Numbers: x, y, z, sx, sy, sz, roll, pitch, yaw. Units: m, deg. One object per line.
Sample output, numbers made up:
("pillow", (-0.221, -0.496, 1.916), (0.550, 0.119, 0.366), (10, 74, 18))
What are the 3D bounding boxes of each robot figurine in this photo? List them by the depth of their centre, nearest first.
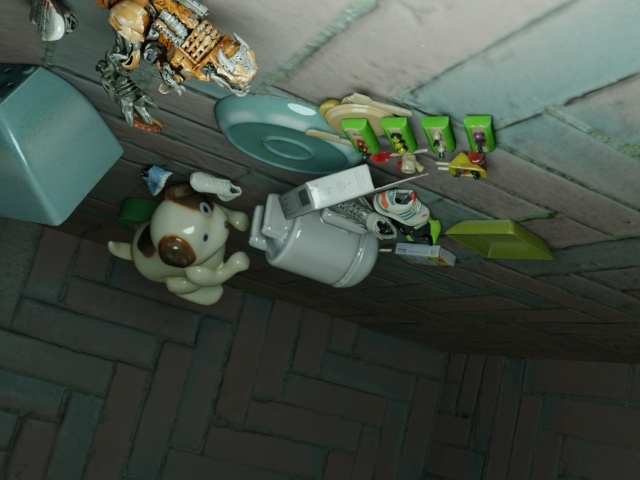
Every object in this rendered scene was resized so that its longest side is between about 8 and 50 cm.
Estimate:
("robot figurine", (0.000, 0.000, 1.884), (0.353, 0.200, 0.300), (21, 152, -24))

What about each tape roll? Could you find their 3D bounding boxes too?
("tape roll", (-0.514, -0.052, 2.520), (0.321, 0.077, 0.321), (13, 168, 3))

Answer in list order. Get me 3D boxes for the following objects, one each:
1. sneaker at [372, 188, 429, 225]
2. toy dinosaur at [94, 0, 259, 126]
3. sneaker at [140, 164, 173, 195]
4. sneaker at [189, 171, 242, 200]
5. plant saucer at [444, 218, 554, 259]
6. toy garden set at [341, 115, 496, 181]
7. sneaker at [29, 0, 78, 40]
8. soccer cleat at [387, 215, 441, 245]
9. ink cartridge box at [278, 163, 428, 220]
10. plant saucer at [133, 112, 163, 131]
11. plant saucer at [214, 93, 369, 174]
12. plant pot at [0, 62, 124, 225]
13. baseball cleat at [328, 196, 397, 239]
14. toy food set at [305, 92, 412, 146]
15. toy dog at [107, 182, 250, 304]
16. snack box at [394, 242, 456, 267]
("sneaker", (0.196, -0.076, 1.664), (0.161, 0.057, 0.075), (17, 155, -34))
("toy dinosaur", (-0.235, -0.300, 1.056), (0.322, 0.164, 0.218), (50, 153, 9))
("sneaker", (-0.442, -0.170, 2.003), (0.073, 0.063, 0.162), (37, 159, -12))
("sneaker", (-0.265, -0.144, 1.916), (0.061, 0.053, 0.152), (-10, 160, 41))
("plant saucer", (0.418, -0.006, 1.745), (0.188, 0.045, 0.188), (24, 164, -40))
("toy garden set", (0.178, -0.149, 1.301), (0.244, 0.049, 0.204), (1, 165, 17))
("sneaker", (-0.393, -0.337, 1.133), (0.065, 0.061, 0.158), (5, -154, -33))
("soccer cleat", (0.207, -0.039, 1.775), (0.179, 0.072, 0.060), (19, 166, -21))
("ink cartridge box", (0.057, -0.109, 1.523), (0.239, 0.060, 0.275), (-19, -178, -14))
("plant saucer", (-0.379, -0.256, 1.618), (0.083, 0.013, 0.083), (13, 167, 3))
("plant saucer", (-0.059, -0.195, 1.469), (0.317, 0.043, 0.317), (14, 167, 3))
("plant pot", (-0.603, -0.215, 1.525), (0.247, 0.248, 0.252), (9, 139, 24))
("baseball cleat", (0.090, -0.069, 1.691), (0.206, 0.072, 0.109), (29, -178, -13))
("toy food set", (0.064, -0.214, 1.278), (0.132, 0.038, 0.192), (12, 164, -24))
("toy dog", (-0.386, -0.018, 2.129), (0.395, 0.284, 0.408), (16, 161, -13))
("snack box", (0.294, 0.040, 2.104), (0.141, 0.037, 0.100), (5, 163, 37))
